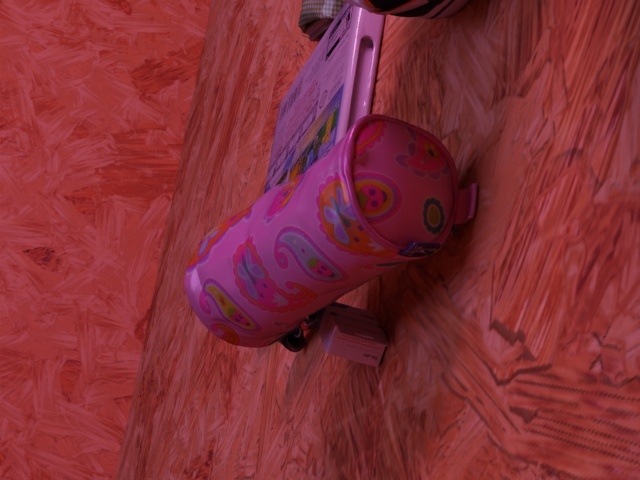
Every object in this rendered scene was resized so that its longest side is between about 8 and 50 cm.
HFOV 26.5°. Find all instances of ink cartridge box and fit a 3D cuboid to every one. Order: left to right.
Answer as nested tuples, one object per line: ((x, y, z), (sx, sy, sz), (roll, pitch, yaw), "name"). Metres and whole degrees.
((0.027, 0.082, 1.161), (0.083, 0.048, 0.028), (-116, 43, -72), "ink cartridge box")

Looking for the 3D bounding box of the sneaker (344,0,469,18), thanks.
((0.087, -0.256, 1.074), (0.321, 0.127, 0.126), (136, 130, -69), "sneaker")

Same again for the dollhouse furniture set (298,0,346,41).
((-0.017, -0.375, 1.624), (0.301, 0.151, 0.197), (168, 115, -76), "dollhouse furniture set")

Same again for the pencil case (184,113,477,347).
((0.000, 0.000, 1.102), (0.284, 0.124, 0.124), (-32, 43, 51), "pencil case")

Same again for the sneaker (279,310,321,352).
((-0.017, 0.055, 1.382), (0.061, 0.065, 0.158), (-34, -24, -33), "sneaker")

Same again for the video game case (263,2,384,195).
((-0.009, -0.093, 1.543), (0.329, 0.036, 0.300), (133, 149, -63), "video game case")
